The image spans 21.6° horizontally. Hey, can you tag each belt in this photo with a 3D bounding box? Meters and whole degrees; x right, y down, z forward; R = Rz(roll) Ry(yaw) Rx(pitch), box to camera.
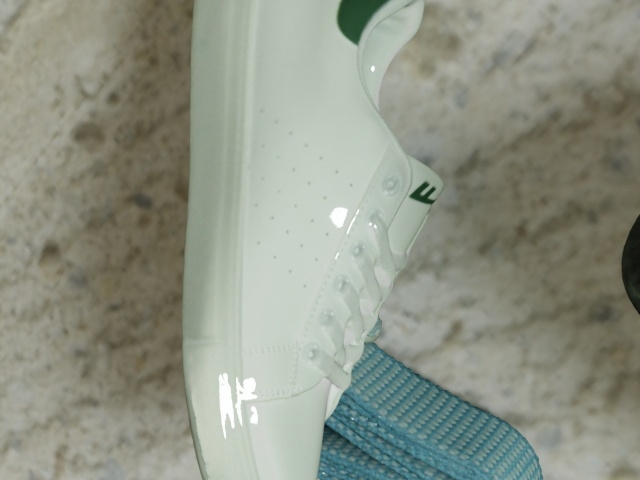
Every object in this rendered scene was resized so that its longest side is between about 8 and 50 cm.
[{"bbox_3d":[0.024,0.076,0.802,0.179,0.065,0.100,24,123,19],"label":"belt"}]

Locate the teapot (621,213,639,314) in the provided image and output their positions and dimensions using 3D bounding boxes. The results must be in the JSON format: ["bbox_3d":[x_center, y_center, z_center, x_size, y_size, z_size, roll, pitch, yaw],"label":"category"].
[{"bbox_3d":[0.284,0.034,0.541,0.321,0.239,0.239,-20,107,44],"label":"teapot"}]

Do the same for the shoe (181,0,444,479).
[{"bbox_3d":[0.000,0.000,0.730,0.110,0.095,0.265,-5,79,6],"label":"shoe"}]
